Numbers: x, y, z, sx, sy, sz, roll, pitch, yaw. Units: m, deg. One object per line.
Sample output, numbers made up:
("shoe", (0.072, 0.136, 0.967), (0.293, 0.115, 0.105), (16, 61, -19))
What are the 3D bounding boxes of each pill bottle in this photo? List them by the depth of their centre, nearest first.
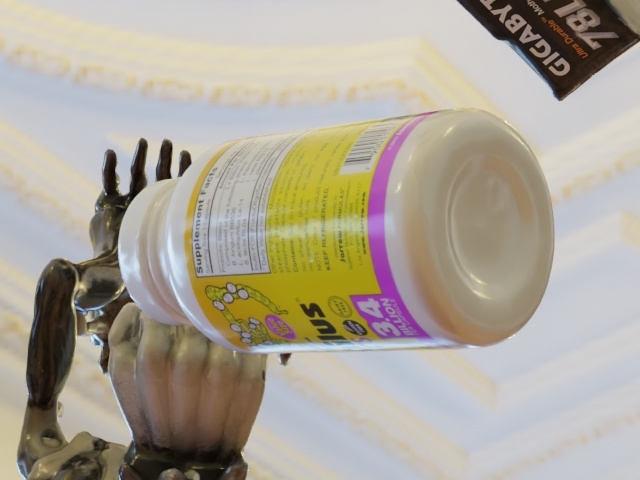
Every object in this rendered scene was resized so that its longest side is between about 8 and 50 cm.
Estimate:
("pill bottle", (0.000, 0.000, 0.347), (0.083, 0.043, 0.043), (-5, -28, 43))

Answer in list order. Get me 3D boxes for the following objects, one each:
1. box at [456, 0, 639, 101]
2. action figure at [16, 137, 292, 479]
("box", (0.073, -0.265, 1.059), (0.073, 0.295, 0.293), (-35, -67, 30))
("action figure", (-0.083, 0.058, 0.534), (0.164, 0.275, 0.141), (10, -53, 18))
